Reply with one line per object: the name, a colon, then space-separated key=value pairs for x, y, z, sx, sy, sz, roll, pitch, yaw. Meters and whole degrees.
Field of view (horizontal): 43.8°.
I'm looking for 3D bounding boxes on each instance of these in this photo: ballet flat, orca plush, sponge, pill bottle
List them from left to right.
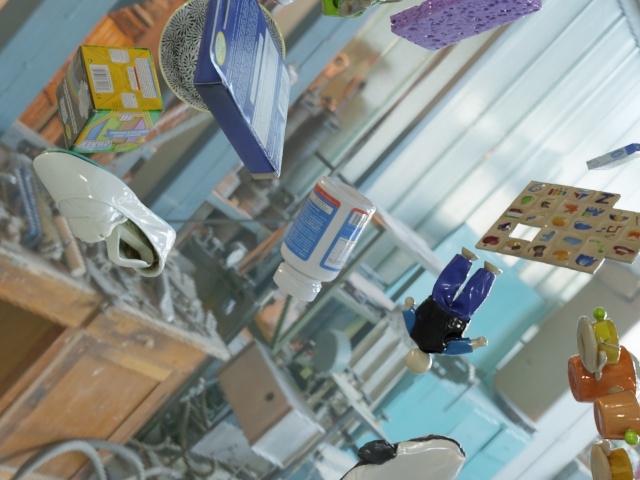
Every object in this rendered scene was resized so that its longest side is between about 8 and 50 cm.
ballet flat: x=-0.407 y=-0.035 z=1.549 sx=0.139 sy=0.139 sz=0.400 roll=47 pitch=-1 yaw=31
pill bottle: x=0.000 y=0.000 z=1.514 sx=0.124 sy=0.221 sz=0.124 roll=29 pitch=14 yaw=-8
orca plush: x=0.082 y=0.375 z=1.159 sx=0.151 sy=0.287 sz=0.102 roll=39 pitch=2 yaw=-2
sponge: x=0.223 y=-0.354 z=1.236 sx=0.117 sy=0.210 sz=0.031 roll=10 pitch=74 yaw=-44

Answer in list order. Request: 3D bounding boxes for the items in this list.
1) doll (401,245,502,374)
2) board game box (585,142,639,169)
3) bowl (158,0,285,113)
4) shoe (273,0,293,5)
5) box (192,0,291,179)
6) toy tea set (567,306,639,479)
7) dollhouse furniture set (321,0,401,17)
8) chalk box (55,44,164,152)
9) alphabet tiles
doll: x=0.179 y=0.107 z=1.113 sx=0.129 sy=0.189 sz=0.046 roll=34 pitch=4 yaw=16
board game box: x=0.536 y=-0.149 z=1.425 sx=0.090 sy=0.090 sz=0.020 roll=-6 pitch=78 yaw=-48
bowl: x=-0.133 y=-0.248 z=1.102 sx=0.170 sy=0.170 sz=0.080 roll=43 pitch=-6 yaw=2
shoe: x=-0.087 y=-0.394 z=1.152 sx=0.063 sy=0.081 sz=0.177 roll=46 pitch=29 yaw=-52
box: x=-0.079 y=-0.174 z=0.809 sx=0.225 sy=0.037 sz=0.136 roll=64 pitch=29 yaw=-63
toy tea set: x=0.465 y=0.273 z=1.177 sx=0.200 sy=0.124 sz=0.335 roll=76 pitch=8 yaw=-61
dollhouse furniture set: x=0.089 y=-0.409 z=1.066 sx=0.301 sy=0.151 sz=0.197 roll=-126 pitch=-152 yaw=-76
chalk box: x=-0.390 y=-0.241 z=1.439 sx=0.132 sy=0.213 sz=0.132 roll=-7 pitch=75 yaw=-34
alphabet tiles: x=0.394 y=-0.024 z=1.248 sx=0.237 sy=0.198 sz=0.009 roll=14 pitch=-45 yaw=39
